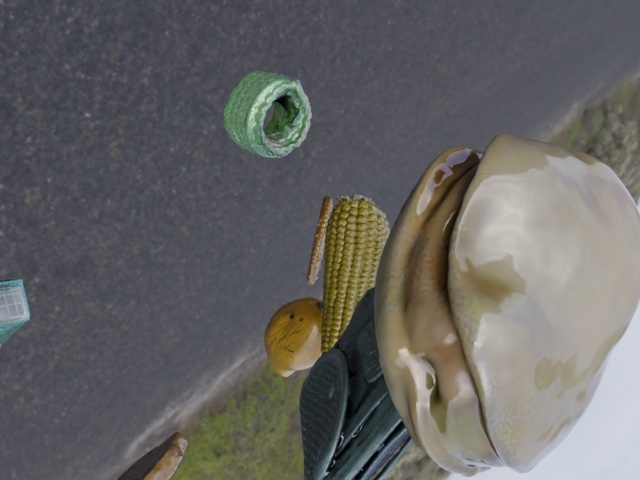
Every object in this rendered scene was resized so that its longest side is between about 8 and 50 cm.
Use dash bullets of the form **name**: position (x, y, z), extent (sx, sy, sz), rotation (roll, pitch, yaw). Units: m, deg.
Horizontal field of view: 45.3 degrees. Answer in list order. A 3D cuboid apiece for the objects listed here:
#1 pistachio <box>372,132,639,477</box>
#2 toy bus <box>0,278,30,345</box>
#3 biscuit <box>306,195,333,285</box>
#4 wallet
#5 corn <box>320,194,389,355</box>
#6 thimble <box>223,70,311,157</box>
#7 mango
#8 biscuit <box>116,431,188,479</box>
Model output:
- **pistachio**: position (0.219, 0.058, 0.894), extent (0.445, 0.281, 0.365), rotation (-53, 126, -43)
- **toy bus**: position (-0.598, 0.139, 1.356), extent (0.091, 0.109, 0.261), rotation (-8, 163, -41)
- **biscuit**: position (0.000, 0.000, 2.101), extent (0.254, 0.035, 0.254), rotation (12, 90, -89)
- **wallet**: position (0.040, 0.230, 1.129), extent (0.237, 0.075, 0.342), rotation (-55, -164, 17)
- **corn**: position (0.073, 0.099, 1.580), extent (0.144, 0.144, 0.387), rotation (20, 70, -74)
- **thimble**: position (-0.131, -0.325, 1.973), extent (0.219, 0.150, 0.219), rotation (-24, 126, -38)
- **mango**: position (-0.059, 0.227, 1.762), extent (0.109, 0.157, 0.262), rotation (-18, 156, -46)
- **biscuit**: position (-0.442, 0.587, 1.688), extent (0.365, 0.062, 0.385), rotation (-41, -177, 27)
